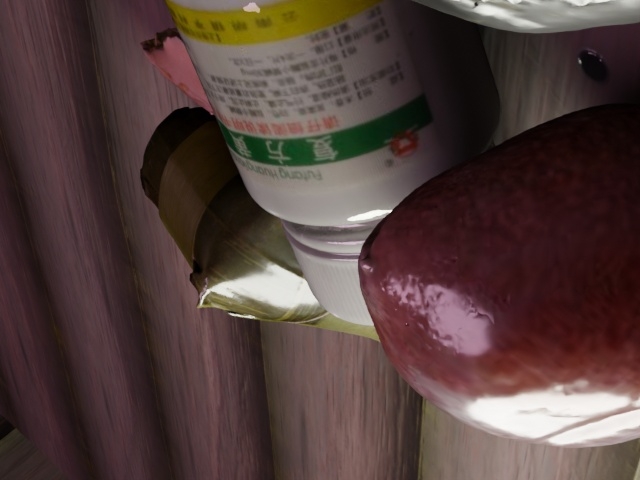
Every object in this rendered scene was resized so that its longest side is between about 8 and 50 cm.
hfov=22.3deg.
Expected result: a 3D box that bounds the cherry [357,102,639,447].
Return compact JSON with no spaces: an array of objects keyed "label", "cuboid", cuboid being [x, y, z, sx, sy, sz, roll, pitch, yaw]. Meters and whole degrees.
[{"label":"cherry","cuboid":[0.167,0.027,1.095,0.261,0.307,0.221,-54,46,48]}]

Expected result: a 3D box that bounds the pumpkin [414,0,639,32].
[{"label":"pumpkin","cuboid":[0.088,-0.312,0.667,0.454,0.344,0.454,19,126,27]}]

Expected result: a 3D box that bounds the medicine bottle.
[{"label":"medicine bottle","cuboid":[0.022,-0.116,1.208,0.208,0.208,0.340,21,142,46]}]

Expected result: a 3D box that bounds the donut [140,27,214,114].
[{"label":"donut","cuboid":[-0.088,-0.204,1.416,0.199,0.085,0.233,36,151,30]}]

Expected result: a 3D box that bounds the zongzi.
[{"label":"zongzi","cuboid":[0.000,0.000,1.534,0.317,0.154,0.289,26,-165,-29]}]
